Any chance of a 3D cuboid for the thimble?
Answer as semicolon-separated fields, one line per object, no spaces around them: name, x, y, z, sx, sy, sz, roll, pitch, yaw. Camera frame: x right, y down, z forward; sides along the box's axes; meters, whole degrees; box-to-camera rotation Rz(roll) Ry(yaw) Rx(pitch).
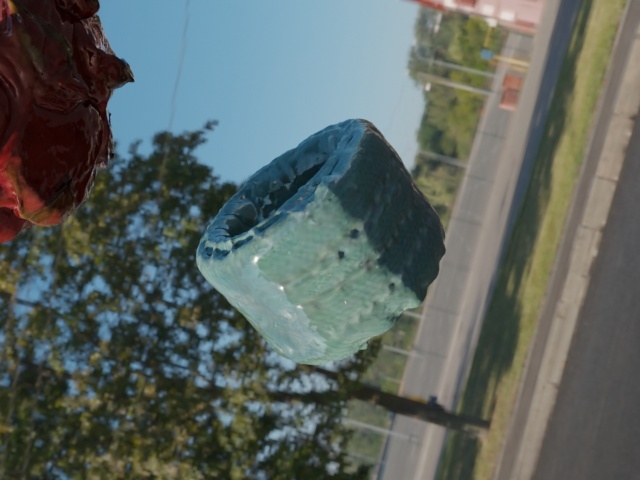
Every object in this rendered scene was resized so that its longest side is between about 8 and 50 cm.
thimble;0.000;0.000;0.860;0.198;0.143;0.235;-43;18;-7

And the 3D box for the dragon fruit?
dragon fruit;-0.214;-0.149;0.774;0.205;0.152;0.317;-56;36;30
